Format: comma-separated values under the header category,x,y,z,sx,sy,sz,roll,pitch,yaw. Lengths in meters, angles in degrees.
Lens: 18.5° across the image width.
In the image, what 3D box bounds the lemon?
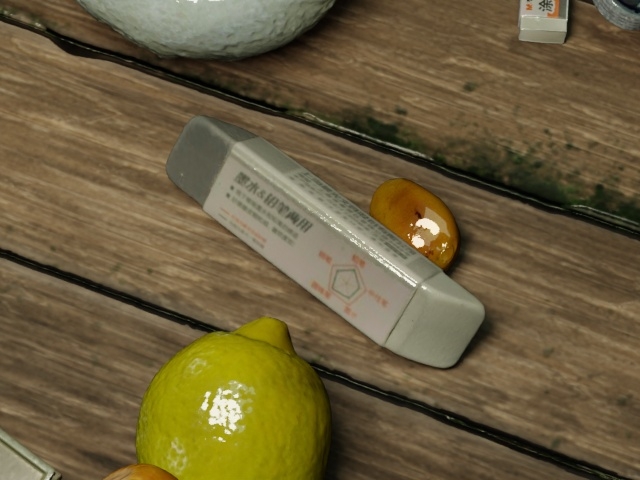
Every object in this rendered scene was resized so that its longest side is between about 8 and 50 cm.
category,x,y,z,sx,sy,sz,roll,pitch,yaw
lemon,-0.081,0.190,1.797,0.184,0.184,0.248,9,85,5

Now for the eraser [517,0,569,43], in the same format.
category,x,y,z,sx,sy,sz,roll,pitch,yaw
eraser,0.238,-0.268,2.085,0.052,0.029,0.122,4,66,3

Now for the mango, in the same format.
category,x,y,z,sx,sy,sz,roll,pitch,yaw
mango,0.092,-0.014,1.955,0.080,0.060,0.114,-30,70,5

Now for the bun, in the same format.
category,x,y,z,sx,sy,sz,roll,pitch,yaw
bun,-0.114,-0.338,2.017,0.362,0.211,0.362,-2,72,5

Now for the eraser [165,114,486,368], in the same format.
category,x,y,z,sx,sy,sz,roll,pitch,yaw
eraser,0.000,0.000,1.929,0.352,0.089,0.061,38,29,16

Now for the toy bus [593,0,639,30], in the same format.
category,x,y,z,sx,sy,sz,roll,pitch,yaw
toy bus,0.348,-0.408,2.043,0.233,0.203,0.427,-14,63,-35

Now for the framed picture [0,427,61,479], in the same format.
category,x,y,z,sx,sy,sz,roll,pitch,yaw
framed picture,-0.417,0.270,1.853,0.211,0.020,0.289,34,70,15

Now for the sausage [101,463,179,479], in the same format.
category,x,y,z,sx,sy,sz,roll,pitch,yaw
sausage,-0.100,0.303,1.701,0.105,0.105,0.274,-46,110,-18
